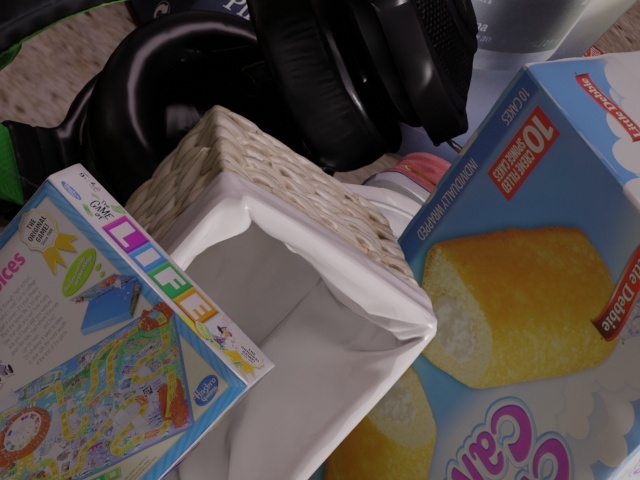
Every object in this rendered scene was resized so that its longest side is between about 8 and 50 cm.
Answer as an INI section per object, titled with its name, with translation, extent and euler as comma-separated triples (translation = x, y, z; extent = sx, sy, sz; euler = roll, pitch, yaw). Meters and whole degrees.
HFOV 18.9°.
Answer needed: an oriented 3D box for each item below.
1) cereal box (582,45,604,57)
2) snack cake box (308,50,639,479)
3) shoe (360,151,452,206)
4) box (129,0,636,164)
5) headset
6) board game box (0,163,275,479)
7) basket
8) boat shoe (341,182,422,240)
[cereal box]
translation = 0.146, -0.182, 1.607
extent = 0.240, 0.047, 0.173
euler = 39, 25, -9
[snack cake box]
translation = 0.097, 0.060, 0.873
extent = 0.089, 0.264, 0.152
euler = -10, 56, -42
[shoe]
translation = 0.104, 0.013, 1.210
extent = 0.178, 0.063, 0.081
euler = 41, 29, 5
[box]
translation = 0.061, -0.229, 1.258
extent = 0.296, 0.294, 0.182
euler = 19, 34, -41
[headset]
translation = -0.010, -0.049, 0.922
extent = 0.394, 0.243, 0.185
euler = 6, 60, -46
[board game box]
translation = -0.103, 0.061, 0.711
extent = 0.103, 0.154, 0.026
euler = 46, 25, 4
[basket]
translation = -0.047, 0.041, 0.821
extent = 0.113, 0.167, 0.103
euler = 33, 22, -21
[boat shoe]
translation = 0.000, 0.000, 1.080
extent = 0.184, 0.066, 0.063
euler = 24, 41, -38
